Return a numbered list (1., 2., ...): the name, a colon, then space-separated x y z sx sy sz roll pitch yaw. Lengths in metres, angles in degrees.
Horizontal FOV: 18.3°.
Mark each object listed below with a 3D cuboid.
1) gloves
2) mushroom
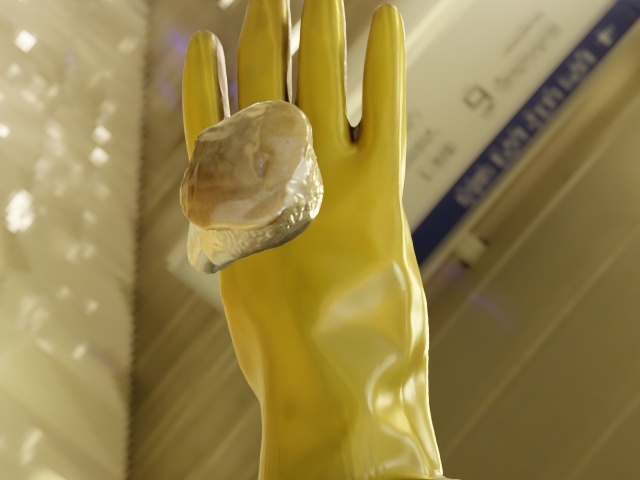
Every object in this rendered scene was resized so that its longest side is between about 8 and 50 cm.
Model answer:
1. gloves: 0.001 0.000 1.021 0.133 0.294 0.116 -13 166 21
2. mushroom: -0.033 -0.016 0.861 0.059 0.054 0.202 -21 175 -6
